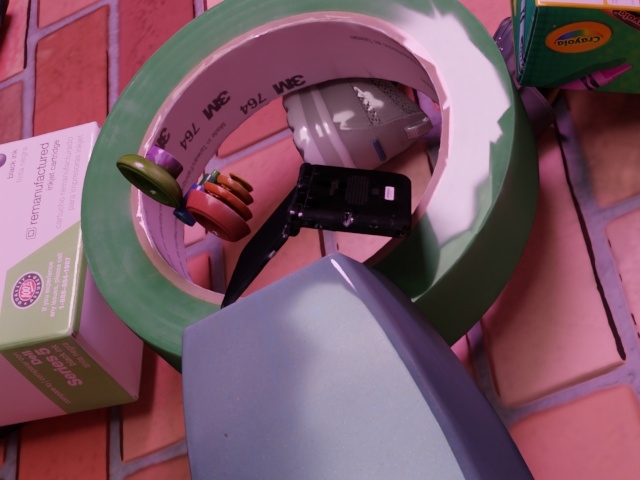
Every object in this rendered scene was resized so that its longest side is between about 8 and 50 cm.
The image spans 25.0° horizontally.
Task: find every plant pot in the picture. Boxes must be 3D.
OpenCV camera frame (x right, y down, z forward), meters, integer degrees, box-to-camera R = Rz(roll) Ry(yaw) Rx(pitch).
[{"bbox_3d":[0.024,0.137,0.819,0.165,0.166,0.234,-28,74,13],"label":"plant pot"}]

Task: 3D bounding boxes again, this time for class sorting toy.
[{"bbox_3d":[-0.083,-0.038,0.965,0.102,0.061,0.042,31,76,11],"label":"sorting toy"}]

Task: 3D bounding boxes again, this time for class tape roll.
[{"bbox_3d":[-0.010,-0.043,1.020,0.321,0.077,0.321,-11,58,17],"label":"tape roll"}]

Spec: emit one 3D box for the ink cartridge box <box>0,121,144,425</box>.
[{"bbox_3d":[-0.281,0.041,1.145,0.273,0.115,0.198,-12,54,17],"label":"ink cartridge box"}]

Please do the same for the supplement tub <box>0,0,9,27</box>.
[{"bbox_3d":[-0.390,-0.193,1.472,0.106,0.106,0.197,-11,51,27],"label":"supplement tub"}]

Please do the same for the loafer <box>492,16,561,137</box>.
[{"bbox_3d":[0.144,-0.098,1.069,0.061,0.062,0.170,7,62,32],"label":"loafer"}]

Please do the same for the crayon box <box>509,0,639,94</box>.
[{"bbox_3d":[0.223,-0.232,1.055,0.165,0.081,0.278,4,52,-2],"label":"crayon box"}]

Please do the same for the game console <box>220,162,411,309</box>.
[{"bbox_3d":[0.000,0.000,0.893,0.107,0.071,0.122,6,17,1],"label":"game console"}]

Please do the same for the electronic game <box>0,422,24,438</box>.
[{"bbox_3d":[-0.299,0.079,1.234,0.229,0.048,0.229,-12,54,17],"label":"electronic game"}]

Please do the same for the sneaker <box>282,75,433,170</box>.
[{"bbox_3d":[0.020,-0.162,1.193,0.115,0.105,0.281,-18,56,6],"label":"sneaker"}]
